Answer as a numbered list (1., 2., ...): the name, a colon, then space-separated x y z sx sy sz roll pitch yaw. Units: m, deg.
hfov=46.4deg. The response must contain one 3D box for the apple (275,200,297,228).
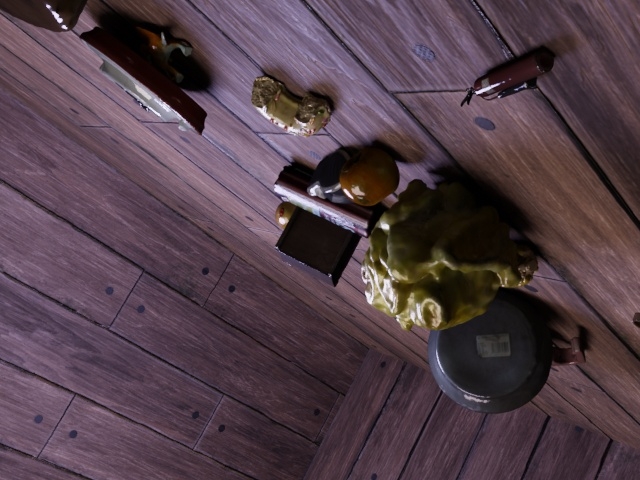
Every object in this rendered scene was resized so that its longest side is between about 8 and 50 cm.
1. apple: -0.086 -0.072 2.097 0.071 0.084 0.084 9 158 36

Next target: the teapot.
1. teapot: 0.483 0.292 1.926 0.375 0.306 0.361 -7 164 18

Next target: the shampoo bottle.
1. shampoo bottle: 0.050 -0.077 1.782 0.322 0.084 0.129 26 170 12

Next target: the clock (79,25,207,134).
1. clock: -0.378 -0.328 1.589 0.318 0.080 0.318 37 180 0

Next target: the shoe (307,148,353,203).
1. shoe: 0.051 -0.125 1.595 0.112 0.099 0.227 26 172 -17

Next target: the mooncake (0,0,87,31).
1. mooncake: -0.490 -0.485 1.155 0.323 0.187 0.324 28 169 6

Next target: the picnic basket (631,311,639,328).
1. picnic basket: 0.639 0.166 1.328 0.178 0.138 0.128 27 169 -18

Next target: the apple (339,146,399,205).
1. apple: 0.096 -0.121 1.438 0.102 0.114 0.099 46 163 -16

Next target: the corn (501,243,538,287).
1. corn: 0.346 0.045 1.611 0.097 0.097 0.319 35 168 -25

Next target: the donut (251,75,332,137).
1. donut: -0.052 -0.241 1.408 0.165 0.065 0.108 24 166 24

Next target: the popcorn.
1. popcorn: 0.216 0.026 1.414 0.312 0.312 0.312 28 167 7

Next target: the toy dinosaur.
1. toy dinosaur: -0.321 -0.390 1.480 0.142 0.057 0.212 39 161 14

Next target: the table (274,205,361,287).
1. table: 0.000 0.000 1.982 0.169 0.173 0.193 26 171 10

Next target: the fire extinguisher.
1. fire extinguisher: 0.248 -0.210 0.981 0.048 0.035 0.173 -7 180 -22
